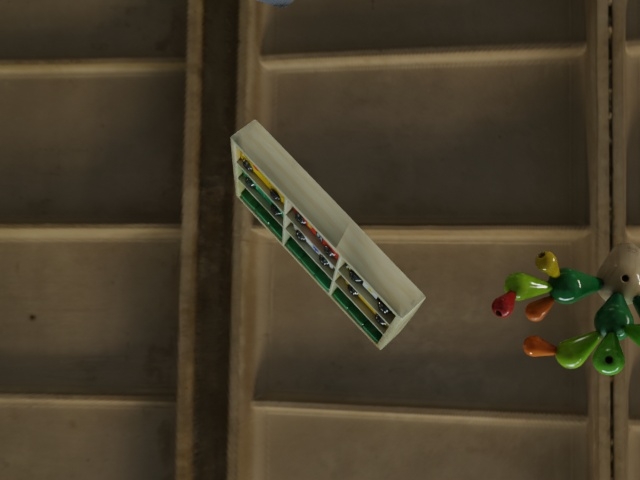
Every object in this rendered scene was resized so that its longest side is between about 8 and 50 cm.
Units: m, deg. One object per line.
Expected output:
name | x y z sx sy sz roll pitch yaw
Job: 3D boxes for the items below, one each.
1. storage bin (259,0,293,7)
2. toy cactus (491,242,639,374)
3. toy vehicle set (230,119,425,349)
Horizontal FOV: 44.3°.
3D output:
storage bin | -0.044 -0.300 0.769 0.091 0.098 0.135 153 -56 -63
toy cactus | 0.295 0.058 0.788 0.219 0.180 0.112 14 -50 19
toy vehicle set | 0.000 0.000 0.886 0.035 0.166 0.267 -40 -103 -15
